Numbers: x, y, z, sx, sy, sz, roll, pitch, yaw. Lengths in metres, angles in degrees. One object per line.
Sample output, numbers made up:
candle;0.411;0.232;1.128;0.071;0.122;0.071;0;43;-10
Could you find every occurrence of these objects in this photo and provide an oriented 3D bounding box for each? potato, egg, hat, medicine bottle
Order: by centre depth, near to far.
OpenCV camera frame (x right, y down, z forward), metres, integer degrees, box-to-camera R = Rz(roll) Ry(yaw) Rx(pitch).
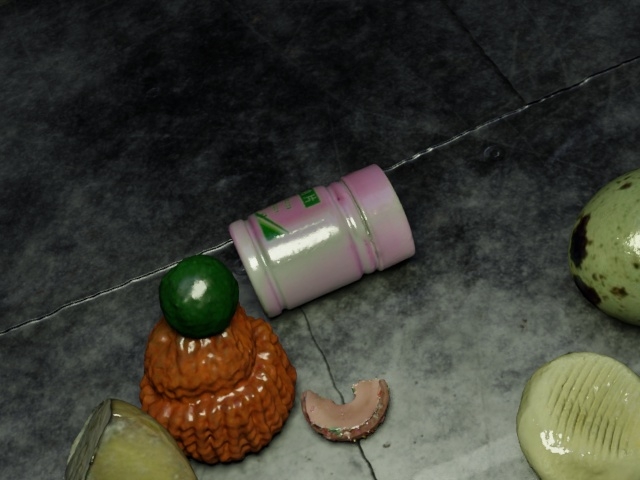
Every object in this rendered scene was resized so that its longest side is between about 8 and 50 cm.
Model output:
potato;-0.294;0.397;1.544;0.264;0.211;0.189;30;84;-14
hat;-0.208;0.215;1.555;0.285;0.400;0.285;-6;56;9
egg;0.624;-0.001;1.581;0.379;0.287;0.287;-25;51;-14
medicine bottle;0.000;0.000;1.784;0.325;0.212;0.212;-24;51;-4

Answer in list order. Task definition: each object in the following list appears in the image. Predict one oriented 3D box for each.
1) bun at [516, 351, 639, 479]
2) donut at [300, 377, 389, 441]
bun;0.436;0.322;1.466;0.259;0.160;0.259;3;49;-4
donut;0.051;0.316;1.621;0.166;0.065;0.117;-12;50;6
